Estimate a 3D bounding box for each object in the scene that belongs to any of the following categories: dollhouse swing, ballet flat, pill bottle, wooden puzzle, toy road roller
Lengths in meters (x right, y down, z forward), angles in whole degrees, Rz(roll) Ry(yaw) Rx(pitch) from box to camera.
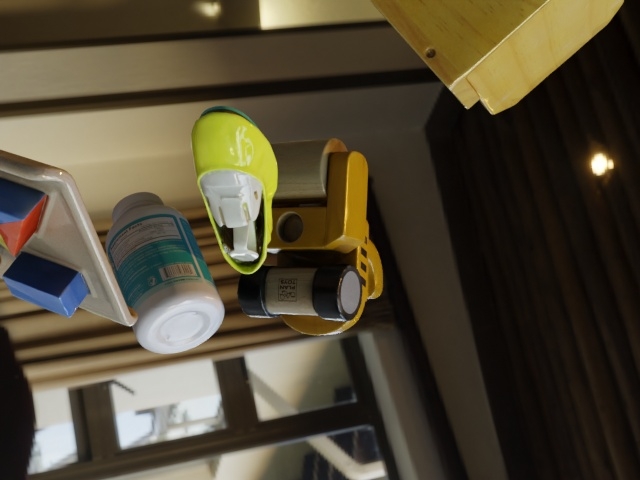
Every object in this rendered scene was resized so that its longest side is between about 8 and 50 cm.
[{"bbox_3d":[0.295,-0.416,1.476,0.315,0.347,0.305,49,13,4],"label":"dollhouse swing"},{"bbox_3d":[-0.079,-0.036,0.879,0.231,0.077,0.077,87,3,-63],"label":"ballet flat"},{"bbox_3d":[-0.264,0.043,1.481,0.146,0.146,0.264,101,-30,-47],"label":"pill bottle"},{"bbox_3d":[-0.421,-0.009,1.157,0.347,0.322,0.080,79,33,-55],"label":"wooden puzzle"},{"bbox_3d":[0.000,0.000,1.583,0.241,0.203,0.329,10,81,-61],"label":"toy road roller"}]
